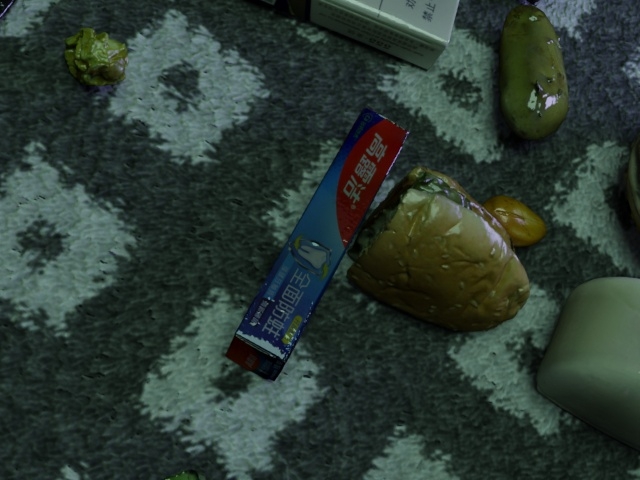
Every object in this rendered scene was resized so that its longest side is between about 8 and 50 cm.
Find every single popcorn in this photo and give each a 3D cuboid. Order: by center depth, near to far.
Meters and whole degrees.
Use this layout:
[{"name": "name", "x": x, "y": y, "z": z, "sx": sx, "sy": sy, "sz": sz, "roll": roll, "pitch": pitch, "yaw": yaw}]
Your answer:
[{"name": "popcorn", "x": -0.253, "y": -0.202, "z": 1.216, "sx": 0.083, "sy": 0.068, "sz": 0.059, "roll": 17, "pitch": 82, "yaw": 18}]

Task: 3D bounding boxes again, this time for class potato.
[{"name": "potato", "x": 0.262, "y": -0.207, "z": 1.357, "sx": 0.105, "sy": 0.085, "sz": 0.188, "roll": 27, "pitch": 56, "yaw": -49}]

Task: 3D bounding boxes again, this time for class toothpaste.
[{"name": "toothpaste", "x": 0.000, "y": 0.000, "z": 1.197, "sx": 0.066, "sy": 0.076, "sz": 0.320, "roll": 28, "pitch": 63, "yaw": -1}]

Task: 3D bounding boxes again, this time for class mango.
[{"name": "mango", "x": 0.230, "y": -0.022, "z": 1.292, "sx": 0.089, "sy": 0.046, "sz": 0.060, "roll": 14, "pitch": 65, "yaw": -16}]

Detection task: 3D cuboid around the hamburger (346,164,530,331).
[{"name": "hamburger", "x": 0.143, "y": 0.027, "z": 1.196, "sx": 0.207, "sy": 0.155, "sz": 0.135, "roll": 39, "pitch": 67, "yaw": -7}]

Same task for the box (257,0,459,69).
[{"name": "box", "x": 0.047, "y": -0.334, "z": 1.351, "sx": 0.259, "sy": 0.071, "sz": 0.168, "roll": 20, "pitch": 64, "yaw": -7}]

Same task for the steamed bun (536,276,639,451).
[{"name": "steamed bun", "x": 0.377, "y": 0.145, "z": 1.203, "sx": 0.241, "sy": 0.164, "sz": 0.146, "roll": 29, "pitch": 62, "yaw": -2}]

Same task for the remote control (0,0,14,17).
[{"name": "remote control", "x": -0.408, "y": -0.219, "z": 1.194, "sx": 0.063, "sy": 0.025, "sz": 0.245, "roll": 31, "pitch": 63, "yaw": -4}]

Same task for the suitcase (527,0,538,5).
[{"name": "suitcase", "x": 0.230, "y": -0.493, "z": 1.382, "sx": 0.335, "sy": 0.229, "sz": 0.152, "roll": 39, "pitch": 64, "yaw": 2}]

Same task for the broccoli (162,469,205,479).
[{"name": "broccoli", "x": -0.104, "y": 0.296, "z": 1.012, "sx": 0.219, "sy": 0.194, "sz": 0.194, "roll": -39, "pitch": 81, "yaw": 12}]

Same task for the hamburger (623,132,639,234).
[{"name": "hamburger", "x": 0.514, "y": -0.057, "z": 1.318, "sx": 0.300, "sy": 0.176, "sz": 0.300, "roll": 7, "pitch": 67, "yaw": -16}]
